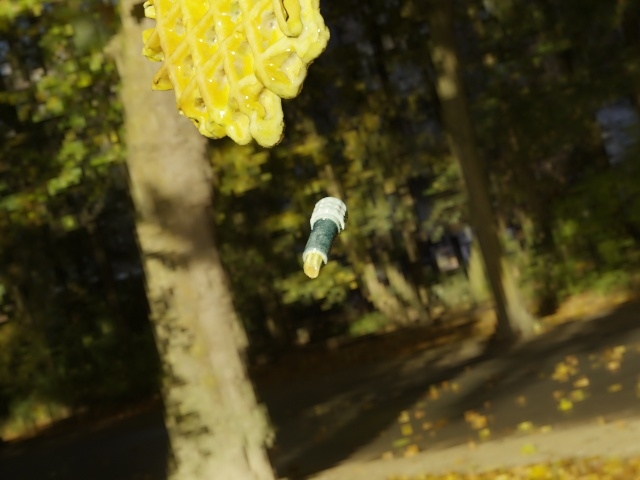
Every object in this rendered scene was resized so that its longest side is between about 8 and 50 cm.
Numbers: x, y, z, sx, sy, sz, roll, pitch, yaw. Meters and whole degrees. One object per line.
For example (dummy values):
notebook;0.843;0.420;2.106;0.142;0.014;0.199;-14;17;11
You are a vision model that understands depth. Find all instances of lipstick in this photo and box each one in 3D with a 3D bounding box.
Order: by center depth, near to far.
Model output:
lipstick;0.000;0.000;1.387;0.037;0.037;0.116;-17;26;23

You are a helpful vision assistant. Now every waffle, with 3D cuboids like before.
waffle;-0.074;-0.245;1.303;0.060;0.311;0.307;5;24;-37
